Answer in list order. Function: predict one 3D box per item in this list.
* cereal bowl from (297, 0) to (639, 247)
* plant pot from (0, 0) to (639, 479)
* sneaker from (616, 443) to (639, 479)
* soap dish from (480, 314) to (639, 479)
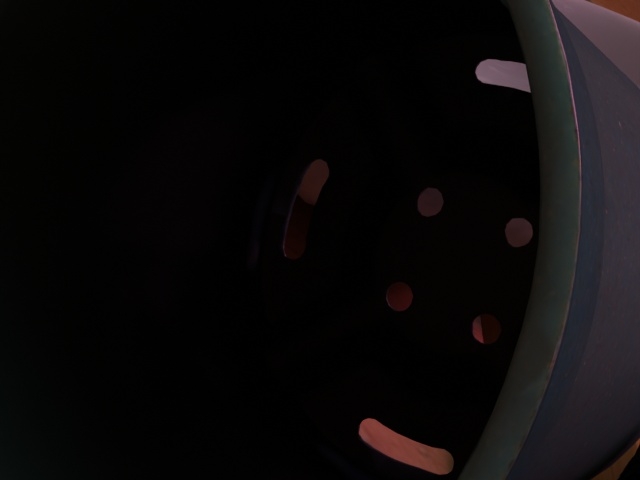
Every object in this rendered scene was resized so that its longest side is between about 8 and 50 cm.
[{"bbox_3d":[0.089,-0.073,1.050,0.339,0.141,0.339,11,22,-5],"label":"cereal bowl"},{"bbox_3d":[0.000,0.000,0.692,0.341,0.341,0.334,53,20,21],"label":"plant pot"},{"bbox_3d":[0.118,0.187,0.695,0.135,0.097,0.276,24,71,-13],"label":"sneaker"},{"bbox_3d":[0.205,0.161,0.946,0.229,0.118,0.291,33,28,-19],"label":"soap dish"}]
